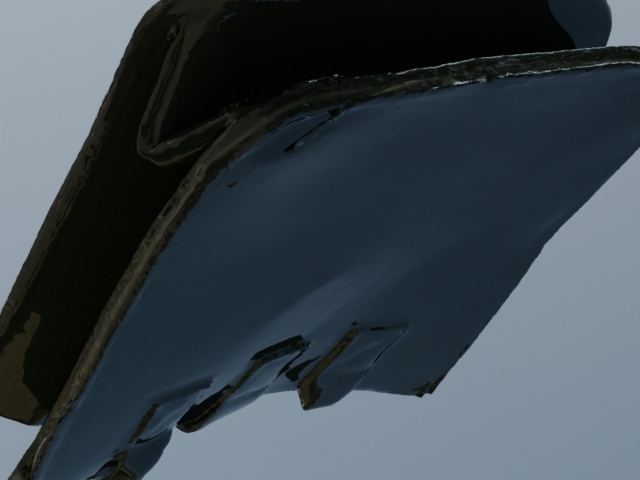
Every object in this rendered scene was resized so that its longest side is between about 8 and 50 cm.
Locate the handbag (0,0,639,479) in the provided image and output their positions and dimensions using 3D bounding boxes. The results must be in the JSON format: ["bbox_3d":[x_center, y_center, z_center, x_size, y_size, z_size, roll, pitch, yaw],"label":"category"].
[{"bbox_3d":[-0.001,-0.002,0.778,0.079,0.247,0.260,58,-45,25],"label":"handbag"}]
